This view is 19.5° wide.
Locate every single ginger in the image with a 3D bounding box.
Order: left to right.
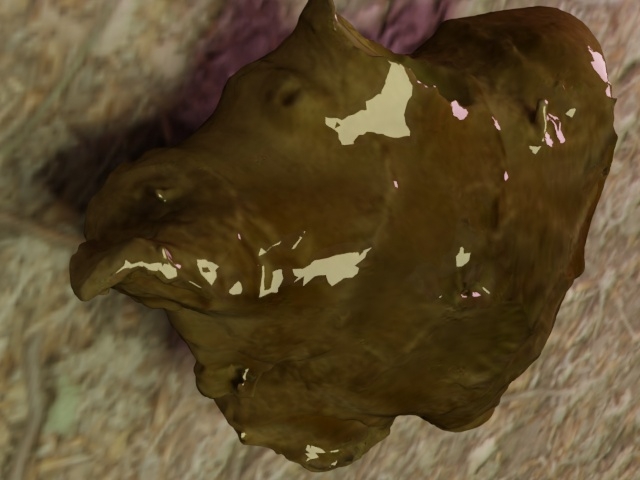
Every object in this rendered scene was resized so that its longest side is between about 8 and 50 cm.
[{"bbox_3d":[0.000,0.000,0.759,0.270,0.123,0.219,-7,119,-35],"label":"ginger"}]
